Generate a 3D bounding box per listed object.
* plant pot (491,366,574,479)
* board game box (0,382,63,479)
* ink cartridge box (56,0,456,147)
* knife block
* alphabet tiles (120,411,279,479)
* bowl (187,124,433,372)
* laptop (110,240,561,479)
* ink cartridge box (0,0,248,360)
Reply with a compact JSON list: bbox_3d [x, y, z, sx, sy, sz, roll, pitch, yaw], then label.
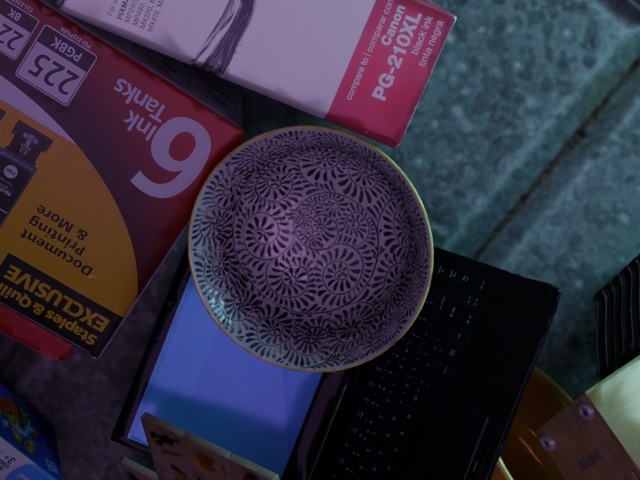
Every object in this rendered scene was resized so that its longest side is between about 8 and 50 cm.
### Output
[{"bbox_3d":[0.119,0.221,1.020,0.205,0.205,0.188,43,115,-15],"label":"plant pot"},{"bbox_3d":[-0.394,0.134,0.950,0.233,0.078,0.347,-37,125,7],"label":"board game box"},{"bbox_3d":[-0.045,-0.165,0.888,0.237,0.172,0.100,22,103,-10],"label":"ink cartridge box"},{"bbox_3d":[0.297,0.131,0.968,0.242,0.088,0.275,-26,73,-27],"label":"knife block"},{"bbox_3d":[-0.068,0.228,0.985,0.198,0.009,0.237,21,140,27],"label":"alphabet tiles"},{"bbox_3d":[0.000,0.000,0.901,0.170,0.080,0.170,3,102,12],"label":"bowl"},{"bbox_3d":[0.003,0.095,0.946,0.137,0.264,0.234,21,90,-39],"label":"laptop"},{"bbox_3d":[-0.252,-0.063,0.929,0.309,0.130,0.271,31,104,-13],"label":"ink cartridge box"}]
